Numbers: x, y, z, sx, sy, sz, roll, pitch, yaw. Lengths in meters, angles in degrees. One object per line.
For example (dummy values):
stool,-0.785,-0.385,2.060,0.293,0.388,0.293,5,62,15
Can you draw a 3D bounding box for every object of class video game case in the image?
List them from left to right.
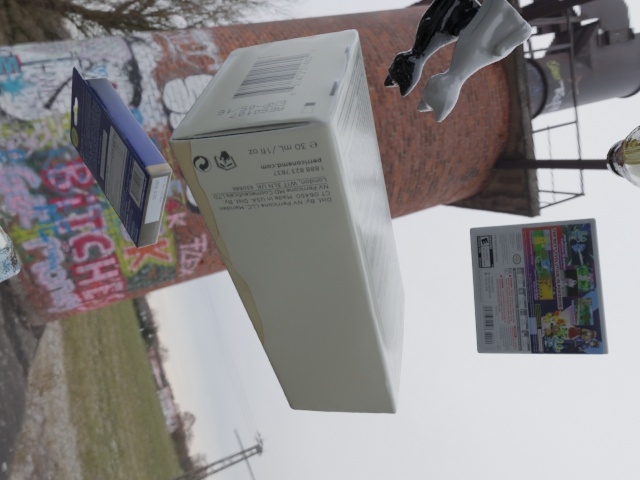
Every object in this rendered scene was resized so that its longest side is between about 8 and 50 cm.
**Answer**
video game case,0.329,0.072,0.808,0.184,0.023,0.201,-4,-99,23

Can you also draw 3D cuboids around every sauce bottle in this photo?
sauce bottle,0.499,-0.123,0.758,0.344,0.112,0.111,-29,104,-78

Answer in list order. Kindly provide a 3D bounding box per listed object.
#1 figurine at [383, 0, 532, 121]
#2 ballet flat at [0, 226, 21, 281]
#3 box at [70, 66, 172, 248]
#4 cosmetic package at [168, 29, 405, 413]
figurine,0.219,-0.320,0.911,0.209,0.092,0.215,-50,-143,16
ballet flat,-0.246,0.002,0.341,0.188,0.070,0.070,-128,-155,-80
box,-0.274,-0.116,0.704,0.225,0.037,0.136,50,-43,22
cosmetic package,0.000,0.000,0.465,0.160,0.113,0.309,-75,157,-48
